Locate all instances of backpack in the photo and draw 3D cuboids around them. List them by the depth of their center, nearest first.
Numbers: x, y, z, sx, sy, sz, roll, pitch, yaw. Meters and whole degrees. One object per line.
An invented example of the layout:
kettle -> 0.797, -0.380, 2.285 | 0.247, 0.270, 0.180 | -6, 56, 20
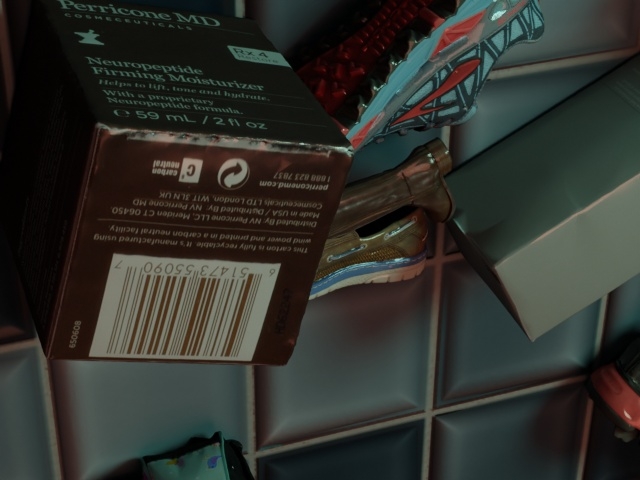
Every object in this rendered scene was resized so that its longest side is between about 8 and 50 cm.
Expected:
backpack -> -0.093, 0.274, 1.181 | 0.144, 0.188, 0.166 | -22, 128, -9

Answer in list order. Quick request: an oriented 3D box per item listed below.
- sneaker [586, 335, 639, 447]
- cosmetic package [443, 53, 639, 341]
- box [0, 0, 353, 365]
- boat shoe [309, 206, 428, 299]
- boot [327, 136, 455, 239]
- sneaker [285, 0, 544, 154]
sneaker -> 0.381, 0.146, 1.357 | 0.276, 0.098, 0.135 | 22, 113, -32
cosmetic package -> 0.221, -0.043, 1.146 | 0.238, 0.127, 0.107 | -33, 129, 3
box -> -0.106, -0.041, 0.955 | 0.168, 0.203, 0.167 | 3, 120, -25
boat shoe -> 0.000, 0.000, 1.124 | 0.183, 0.066, 0.066 | -11, 121, -29
boot -> 0.043, -0.023, 1.083 | 0.114, 0.037, 0.106 | -29, 149, -10
sneaker -> 0.060, -0.104, 1.051 | 0.262, 0.104, 0.125 | -42, 131, 8
